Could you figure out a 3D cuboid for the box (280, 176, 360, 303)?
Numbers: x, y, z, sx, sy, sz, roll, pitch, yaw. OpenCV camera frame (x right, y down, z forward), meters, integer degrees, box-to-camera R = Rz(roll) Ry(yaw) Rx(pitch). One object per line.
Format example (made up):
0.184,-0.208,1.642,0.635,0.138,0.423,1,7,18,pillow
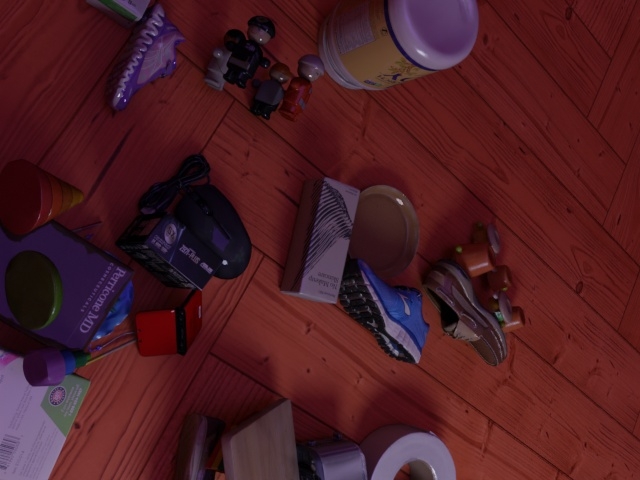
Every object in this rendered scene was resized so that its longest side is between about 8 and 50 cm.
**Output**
0.000,0.000,1.596,0.113,0.094,0.275,16,79,-31,box

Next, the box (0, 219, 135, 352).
-0.543,0.035,1.197,0.381,0.143,0.191,36,70,-22,box

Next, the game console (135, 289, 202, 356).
-0.302,0.161,1.396,0.085,0.144,0.124,19,45,9,game console

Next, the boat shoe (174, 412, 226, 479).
-0.251,0.503,1.420,0.092,0.103,0.285,14,75,-27,boat shoe

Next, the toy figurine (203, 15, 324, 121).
-0.121,-0.360,1.458,0.213,0.209,0.148,28,86,-29,toy figurine

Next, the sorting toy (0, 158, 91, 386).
-0.432,0.050,1.139,0.126,0.127,0.366,-8,92,-57,sorting toy

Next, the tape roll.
0.201,0.604,1.710,0.286,0.100,0.286,1,88,-32,tape roll

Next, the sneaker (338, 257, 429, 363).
0.162,0.152,1.693,0.330,0.129,0.147,52,58,-30,sneaker

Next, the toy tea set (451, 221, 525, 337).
0.450,0.126,1.899,0.200,0.124,0.336,-33,105,-60,toy tea set

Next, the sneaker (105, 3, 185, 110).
-0.345,-0.354,1.388,0.104,0.095,0.237,34,70,-36,sneaker

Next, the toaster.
0.022,0.558,1.579,0.146,0.129,0.227,-6,91,-35,toaster

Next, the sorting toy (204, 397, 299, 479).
-0.143,0.489,1.437,0.255,0.089,0.257,-12,97,-66,sorting toy

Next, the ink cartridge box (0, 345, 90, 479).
-0.609,0.271,1.179,0.353,0.119,0.207,29,74,-30,ink cartridge box

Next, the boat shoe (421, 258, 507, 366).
0.369,0.205,1.828,0.120,0.122,0.324,-38,101,-22,boat shoe

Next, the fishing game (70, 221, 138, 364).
-0.449,0.104,1.336,0.189,0.041,0.264,-19,99,-34,fishing game

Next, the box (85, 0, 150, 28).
-0.388,-0.494,1.360,0.101,0.087,0.102,30,74,-29,box

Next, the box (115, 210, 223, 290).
-0.298,0.022,1.351,0.147,0.180,0.078,44,67,-24,box

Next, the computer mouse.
-0.235,-0.031,1.458,0.188,0.072,0.272,-45,112,-27,computer mouse

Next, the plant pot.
0.149,-0.021,1.732,0.236,0.032,0.237,1,88,-34,plant pot

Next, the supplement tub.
0.165,-0.478,1.574,0.241,0.331,0.241,1,88,-32,supplement tub
